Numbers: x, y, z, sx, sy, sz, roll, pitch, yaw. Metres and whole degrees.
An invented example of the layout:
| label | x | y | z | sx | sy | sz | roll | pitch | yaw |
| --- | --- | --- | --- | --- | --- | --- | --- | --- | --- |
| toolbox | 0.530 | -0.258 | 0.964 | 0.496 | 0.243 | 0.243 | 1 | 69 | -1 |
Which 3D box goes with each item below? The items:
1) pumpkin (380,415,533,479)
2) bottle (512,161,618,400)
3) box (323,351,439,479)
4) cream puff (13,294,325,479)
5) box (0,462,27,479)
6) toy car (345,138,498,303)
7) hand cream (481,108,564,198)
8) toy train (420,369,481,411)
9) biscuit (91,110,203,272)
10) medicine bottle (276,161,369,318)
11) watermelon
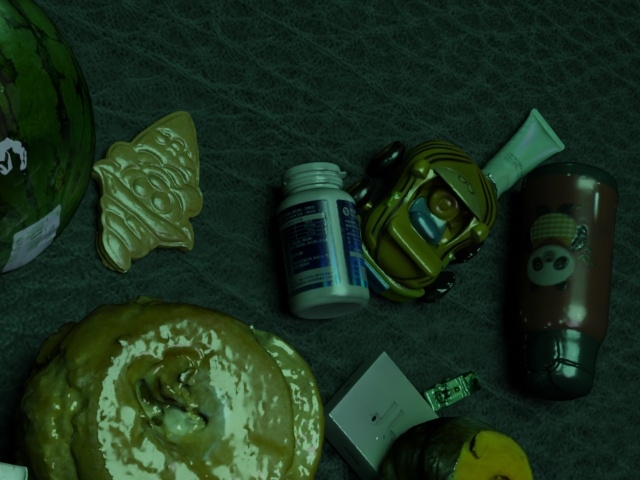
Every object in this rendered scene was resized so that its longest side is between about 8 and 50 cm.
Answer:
| label | x | y | z | sx | sy | sz | roll | pitch | yaw |
| --- | --- | --- | --- | --- | --- | --- | --- | --- | --- |
| pumpkin | 0.148 | 0.373 | 1.885 | 0.222 | 0.139 | 0.317 | 27 | 71 | -40 |
| bottle | 0.350 | 0.065 | 2.166 | 0.144 | 0.144 | 0.336 | 19 | 63 | -26 |
| box | 0.075 | 0.238 | 1.974 | 0.130 | 0.051 | 0.129 | 50 | 53 | -8 |
| cream puff | -0.178 | 0.221 | 1.702 | 0.343 | 0.231 | 0.327 | -23 | 82 | -33 |
| box | -0.424 | 0.266 | 1.584 | 0.199 | 0.135 | 0.081 | 14 | 66 | -28 |
| toy car | 0.148 | -0.036 | 2.069 | 0.200 | 0.142 | 0.248 | 46 | 56 | -12 |
| hand cream | 0.295 | -0.124 | 2.260 | 0.078 | 0.050 | 0.205 | 50 | 49 | -1 |
| toy train | 0.174 | 0.205 | 2.050 | 0.083 | 0.053 | 0.033 | -22 | 85 | -38 |
| biscuit | -0.214 | -0.068 | 1.917 | 0.162 | 0.035 | 0.250 | 35 | 55 | -23 |
| medicine bottle | 0.000 | 0.000 | 1.981 | 0.107 | 0.107 | 0.191 | 2 | 71 | -33 |
| watermelon | -0.410 | -0.130 | 1.623 | 0.363 | 0.363 | 0.363 | 12 | 66 | -29 |
